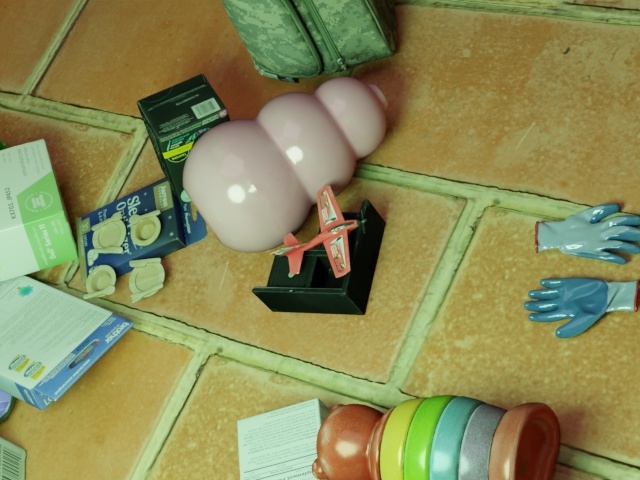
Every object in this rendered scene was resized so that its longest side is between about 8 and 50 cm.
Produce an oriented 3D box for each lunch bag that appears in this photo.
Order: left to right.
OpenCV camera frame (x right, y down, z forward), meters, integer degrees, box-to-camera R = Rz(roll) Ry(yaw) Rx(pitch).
[{"bbox_3d":[-0.036,-0.407,1.884,0.255,0.305,0.213,-11,54,18],"label":"lunch bag"}]

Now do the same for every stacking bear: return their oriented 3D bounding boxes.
[{"bbox_3d":[0.129,0.268,1.467,0.288,0.164,0.176,1,62,29],"label":"stacking bear"}]

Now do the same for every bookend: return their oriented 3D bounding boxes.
[{"bbox_3d":[0.000,0.024,1.743,0.156,0.072,0.157,1,62,29],"label":"bookend"}]

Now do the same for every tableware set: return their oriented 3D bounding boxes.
[{"bbox_3d":[-0.314,0.025,1.898,0.141,0.020,0.169,-11,64,20],"label":"tableware set"}]

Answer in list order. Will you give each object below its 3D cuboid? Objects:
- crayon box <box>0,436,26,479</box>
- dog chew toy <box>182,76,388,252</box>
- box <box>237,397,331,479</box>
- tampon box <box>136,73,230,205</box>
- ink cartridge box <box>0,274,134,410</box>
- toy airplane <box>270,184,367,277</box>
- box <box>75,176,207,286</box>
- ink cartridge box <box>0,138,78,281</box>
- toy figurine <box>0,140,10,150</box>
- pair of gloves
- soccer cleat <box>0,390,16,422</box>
[{"bbox_3d":[-0.550,0.346,1.680,0.081,0.318,0.202,-19,54,17],"label":"crayon box"},{"bbox_3d":[-0.042,-0.130,1.788,0.331,0.207,0.207,-35,51,-6],"label":"dog chew toy"},{"bbox_3d":[-0.039,0.301,1.595,0.126,0.072,0.137,-18,54,17],"label":"box"},{"bbox_3d":[-0.205,-0.161,1.892,0.120,0.161,0.101,-25,50,-9],"label":"tampon box"},{"bbox_3d":[-0.453,0.160,1.871,0.311,0.065,0.186,16,47,36],"label":"ink cartridge box"},{"bbox_3d":[0.000,0.000,1.691,0.151,0.028,0.151,-11,63,22],"label":"toy airplane"},{"bbox_3d":[-0.301,-0.020,1.954,0.225,0.036,0.136,-23,53,12],"label":"box"},{"bbox_3d":[-0.608,-0.024,1.978,0.353,0.119,0.207,-17,47,-10],"label":"ink cartridge box"},{"bbox_3d":[-0.632,-0.107,2.147,0.159,0.130,0.173,-52,29,3],"label":"toy figurine"},{"bbox_3d":[0.355,0.040,1.578,0.159,0.023,0.198,-5,58,27],"label":"pair of gloves"},{"bbox_3d":[-0.639,0.246,1.917,0.318,0.116,0.109,2,63,29],"label":"soccer cleat"}]
